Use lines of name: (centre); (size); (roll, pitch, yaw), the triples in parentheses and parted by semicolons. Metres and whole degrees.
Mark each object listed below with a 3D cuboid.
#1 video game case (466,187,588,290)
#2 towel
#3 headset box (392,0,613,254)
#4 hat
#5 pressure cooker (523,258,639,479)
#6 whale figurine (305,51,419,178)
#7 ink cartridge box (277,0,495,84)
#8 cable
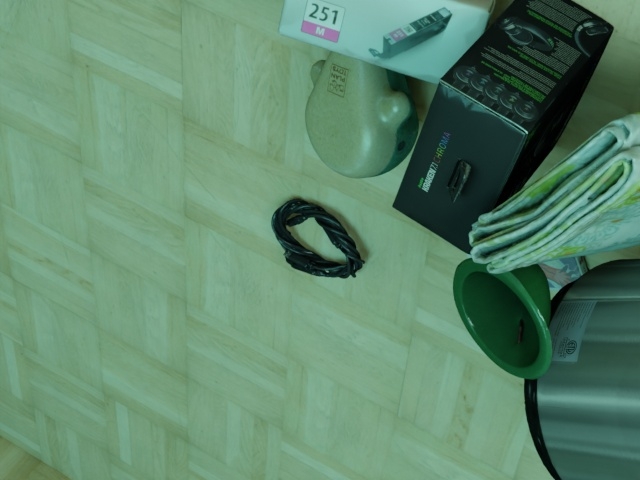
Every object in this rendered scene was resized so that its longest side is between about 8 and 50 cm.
video game case: (0.303, 0.000, 1.959); (0.201, 0.023, 0.183); (1, 127, 40)
towel: (0.399, -0.070, 1.549); (0.320, 0.374, 0.090); (-40, 69, 53)
headset box: (0.232, -0.156, 1.661); (0.131, 0.283, 0.246); (33, 141, 12)
hat: (0.296, 0.057, 1.712); (0.208, 0.183, 0.173); (53, 151, 17)
pressure cooker: (0.521, 0.202, 1.643); (0.420, 0.375, 0.370); (-6, 95, 54)
whale figurine: (0.076, -0.228, 1.872); (0.216, 0.141, 0.272); (28, 120, 46)
ink cartridge box: (0.099, -0.348, 1.684); (0.275, 0.060, 0.239); (18, 128, 5)
cable: (0.000, 0.000, 2.212); (0.184, 0.047, 0.151); (19, 132, 31)
